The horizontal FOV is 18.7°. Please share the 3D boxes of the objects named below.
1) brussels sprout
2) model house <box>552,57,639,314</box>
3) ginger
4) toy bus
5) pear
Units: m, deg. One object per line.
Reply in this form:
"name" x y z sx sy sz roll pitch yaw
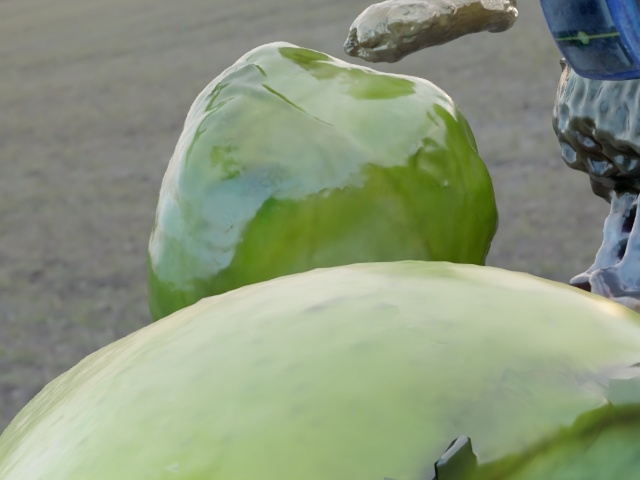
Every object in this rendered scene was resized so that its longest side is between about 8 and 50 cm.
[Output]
"brussels sprout" 0.000 0.000 1.073 0.223 0.223 0.161 -23 28 -38
"model house" 0.297 0.073 1.271 0.297 0.339 0.360 24 -11 -40
"ginger" 0.098 -0.173 1.530 0.173 0.051 0.069 -10 -12 -35
"toy bus" 0.233 -0.166 1.128 0.236 0.094 0.079 -28 12 -29
"pear" 0.012 0.122 0.494 0.292 0.292 0.159 -2 36 51
